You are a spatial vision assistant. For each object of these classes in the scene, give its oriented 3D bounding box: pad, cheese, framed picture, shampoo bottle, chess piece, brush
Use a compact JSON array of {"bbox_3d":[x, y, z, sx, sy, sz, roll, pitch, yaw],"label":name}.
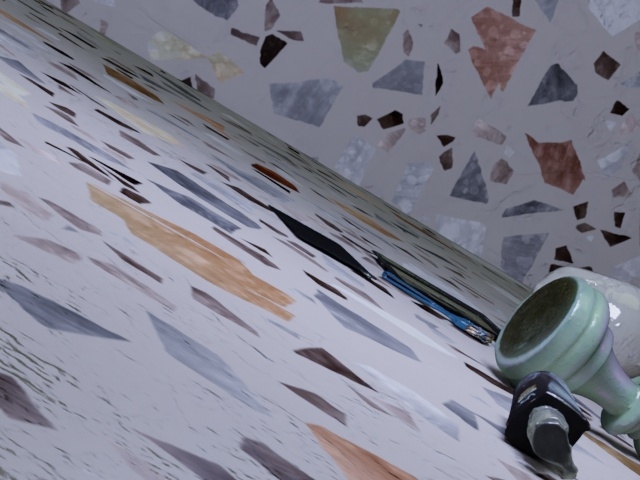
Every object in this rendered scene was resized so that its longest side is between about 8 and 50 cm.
[{"bbox_3d":[0.000,0.000,1.982,0.116,0.004,0.193,30,5,-18],"label":"pad"},{"bbox_3d":[0.406,0.125,2.310,0.189,0.154,0.198,12,-1,27],"label":"cheese"},{"bbox_3d":[0.167,0.081,2.155,0.195,0.010,0.199,30,5,-15],"label":"framed picture"},{"bbox_3d":[0.194,0.156,1.359,0.063,0.057,0.208,39,7,2],"label":"shampoo bottle"},{"bbox_3d":[0.329,0.169,1.749,0.272,0.139,0.139,41,3,-15],"label":"chess piece"},{"bbox_3d":[0.146,0.083,2.001,0.164,0.014,0.051,32,4,13],"label":"brush"}]
